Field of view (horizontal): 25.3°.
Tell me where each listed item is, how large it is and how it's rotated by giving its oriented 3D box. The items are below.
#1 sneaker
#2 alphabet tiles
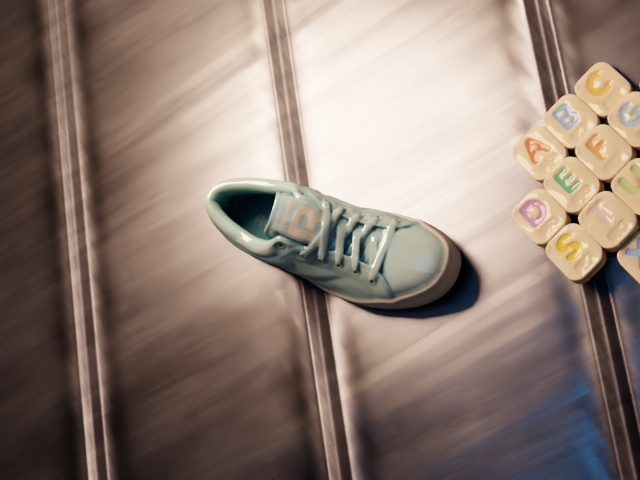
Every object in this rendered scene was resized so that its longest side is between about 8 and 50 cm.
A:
[{"bbox_3d":[0.000,0.000,1.872,0.365,0.150,0.135,11,83,30],"label":"sneaker"},{"bbox_3d":[0.374,-0.086,1.755,0.284,0.021,0.278,-46,56,11],"label":"alphabet tiles"}]
